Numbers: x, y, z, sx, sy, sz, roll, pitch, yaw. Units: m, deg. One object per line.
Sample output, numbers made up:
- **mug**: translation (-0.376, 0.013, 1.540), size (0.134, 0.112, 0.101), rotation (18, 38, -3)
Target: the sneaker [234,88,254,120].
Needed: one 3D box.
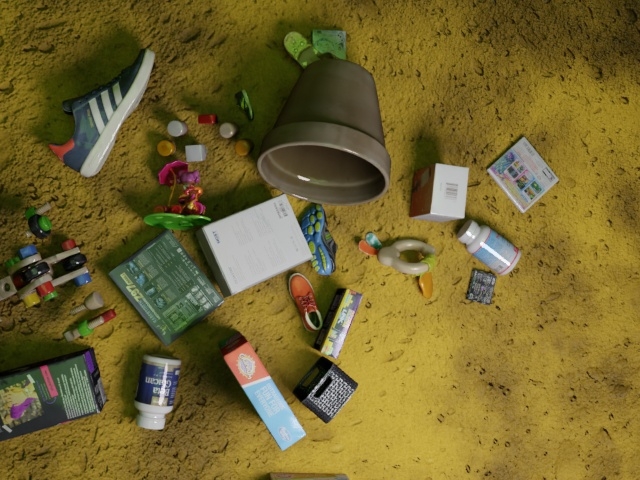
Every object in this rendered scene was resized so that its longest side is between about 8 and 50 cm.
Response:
- **sneaker**: translation (-0.195, -0.345, 1.879), size (0.035, 0.031, 0.083), rotation (-18, 86, 3)

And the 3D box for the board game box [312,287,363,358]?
- **board game box**: translation (0.042, 0.205, 1.832), size (0.048, 0.141, 0.170), rotation (24, 84, -8)

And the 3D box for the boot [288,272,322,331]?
- **boot**: translation (-0.033, 0.155, 1.851), size (0.059, 0.084, 0.158), rotation (-22, 89, -9)

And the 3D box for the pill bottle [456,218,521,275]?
- **pill bottle**: translation (0.444, 0.015, 1.941), size (0.160, 0.087, 0.087), rotation (35, 82, -7)

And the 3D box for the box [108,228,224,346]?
- **box**: translation (-0.377, 0.115, 1.803), size (0.183, 0.059, 0.233), rotation (-39, 95, -10)

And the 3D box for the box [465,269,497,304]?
- **box**: translation (0.433, 0.126, 1.967), size (0.067, 0.018, 0.083), rotation (15, 84, -9)

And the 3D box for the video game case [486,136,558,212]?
- **video game case**: translation (0.555, -0.180, 2.006), size (0.143, 0.019, 0.157), rotation (-41, 95, -9)

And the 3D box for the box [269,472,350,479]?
- **box**: translation (-0.026, 0.642, 1.808), size (0.203, 0.114, 0.103), rotation (4, 88, -10)

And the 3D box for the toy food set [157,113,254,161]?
- **toy food set**: translation (-0.286, -0.260, 1.837), size (0.232, 0.104, 0.111), rotation (-4, 100, 6)

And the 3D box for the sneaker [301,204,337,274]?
- **sneaker**: translation (0.000, 0.000, 1.878), size (0.067, 0.078, 0.188), rotation (-18, 74, 22)

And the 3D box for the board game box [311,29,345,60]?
- **board game box**: translation (0.022, -0.507, 1.927), size (0.090, 0.020, 0.090), rotation (0, 88, -10)

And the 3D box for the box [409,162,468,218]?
- **box**: translation (0.302, -0.120, 1.880), size (0.091, 0.170, 0.130), rotation (7, 86, -11)

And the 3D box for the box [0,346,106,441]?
- **box**: translation (-0.650, 0.356, 1.687), size (0.270, 0.165, 0.143), rotation (-14, 90, -10)

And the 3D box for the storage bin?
- **storage bin**: translation (0.010, 0.364, 1.797), size (0.084, 0.180, 0.122), rotation (41, 81, -5)

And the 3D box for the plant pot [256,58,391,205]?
- **plant pot**: translation (0.023, -0.277, 1.794), size (0.323, 0.323, 0.281), rotation (11, 69, -9)

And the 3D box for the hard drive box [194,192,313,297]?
- **hard drive box**: translation (-0.163, 0.012, 1.808), size (0.232, 0.089, 0.181), rotation (-23, 90, -24)

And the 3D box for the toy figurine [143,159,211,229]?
- **toy figurine**: translation (-0.342, -0.120, 1.789), size (0.173, 0.130, 0.159), rotation (-2, 75, 20)

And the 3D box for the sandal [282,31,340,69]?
- **sandal**: translation (0.007, -0.447, 1.875), size (0.240, 0.079, 0.088), rotation (36, 92, -14)

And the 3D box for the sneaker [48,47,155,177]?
- **sneaker**: translation (-0.530, -0.333, 1.763), size (0.148, 0.131, 0.350), rotation (30, 83, -12)

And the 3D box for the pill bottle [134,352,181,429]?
- **pill bottle**: translation (-0.397, 0.364, 1.768), size (0.094, 0.094, 0.170), rotation (10, 85, -9)

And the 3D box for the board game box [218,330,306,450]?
- **board game box**: translation (-0.145, 0.339, 1.702), size (0.064, 0.316, 0.242), rotation (-32, 93, -10)

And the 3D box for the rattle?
- **rattle**: translation (0.199, 0.066, 1.924), size (0.199, 0.143, 0.130), rotation (3, 54, 5)

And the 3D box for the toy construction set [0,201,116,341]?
- **toy construction set**: translation (-0.665, 0.126, 1.702), size (0.237, 0.257, 0.309), rotation (-28, 116, 7)
